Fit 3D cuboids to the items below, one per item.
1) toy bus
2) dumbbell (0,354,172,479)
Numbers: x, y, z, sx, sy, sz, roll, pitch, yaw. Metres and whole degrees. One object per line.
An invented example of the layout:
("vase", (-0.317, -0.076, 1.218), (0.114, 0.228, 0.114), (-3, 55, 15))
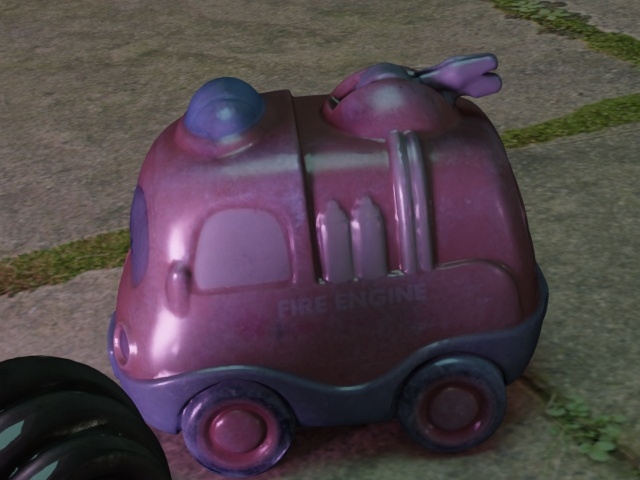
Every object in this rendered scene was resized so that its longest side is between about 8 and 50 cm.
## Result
("toy bus", (0.000, 0.000, 0.874), (0.294, 0.232, 0.197), (-5, 26, -1))
("dumbbell", (-0.053, 0.175, 0.582), (0.406, 0.179, 0.179), (19, 35, 40))
